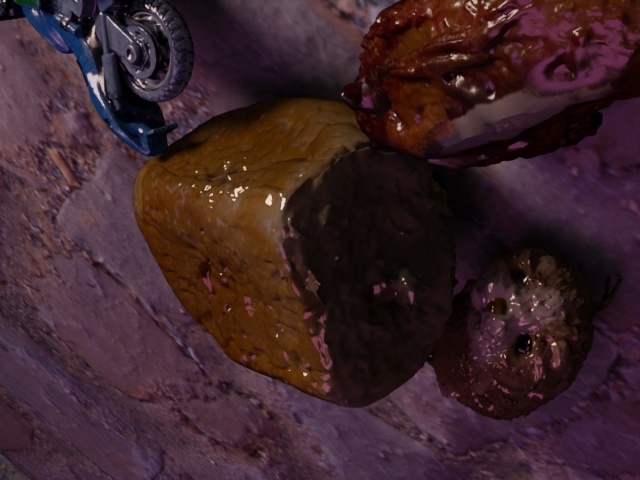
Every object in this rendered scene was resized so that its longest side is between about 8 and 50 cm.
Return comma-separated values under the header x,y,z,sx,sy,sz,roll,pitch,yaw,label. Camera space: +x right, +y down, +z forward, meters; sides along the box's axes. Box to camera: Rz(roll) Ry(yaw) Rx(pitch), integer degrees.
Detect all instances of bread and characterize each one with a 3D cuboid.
x,y,z,sx,sy,sz,roll,pitch,yaw,label
0.000,0.000,0.963,0.246,0.176,0.196,16,135,52,bread

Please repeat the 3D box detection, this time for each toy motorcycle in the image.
x,y,z,sx,sy,sz,roll,pitch,yaw,label
-0.183,-0.178,0.980,0.254,0.092,0.136,50,133,19,toy motorcycle

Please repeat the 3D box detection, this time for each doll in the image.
x,y,z,sx,sy,sz,roll,pitch,yaw,label
0.138,0.082,0.985,0.114,0.105,0.221,-2,157,-20,doll

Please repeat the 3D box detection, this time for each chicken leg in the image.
x,y,z,sx,sy,sz,roll,pitch,yaw,label
0.157,-0.100,0.714,0.407,0.096,0.158,-4,150,44,chicken leg
